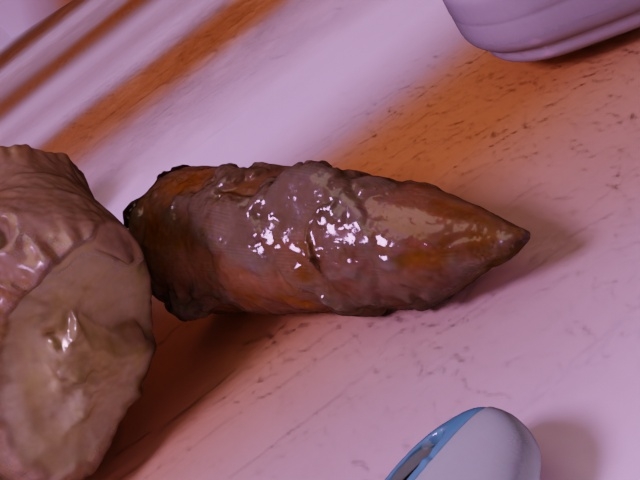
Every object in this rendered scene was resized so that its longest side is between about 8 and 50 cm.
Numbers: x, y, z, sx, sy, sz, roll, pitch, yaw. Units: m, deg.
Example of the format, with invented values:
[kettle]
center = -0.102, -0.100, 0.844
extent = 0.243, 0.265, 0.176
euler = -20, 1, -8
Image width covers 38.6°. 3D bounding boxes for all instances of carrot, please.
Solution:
[carrot]
center = 0.000, 0.000, 0.501
extent = 0.263, 0.102, 0.102
euler = 2, 46, 45

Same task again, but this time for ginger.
[ginger]
center = -0.186, 0.050, 0.567
extent = 0.130, 0.221, 0.275
euler = -14, -13, -24

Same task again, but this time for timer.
[timer]
center = 0.201, -0.220, 0.586
extent = 0.237, 0.087, 0.262
euler = -19, 32, 34

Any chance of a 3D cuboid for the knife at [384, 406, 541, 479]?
[knife]
center = 0.002, 0.148, 0.312
extent = 0.222, 0.031, 0.064
euler = -48, 31, -12
